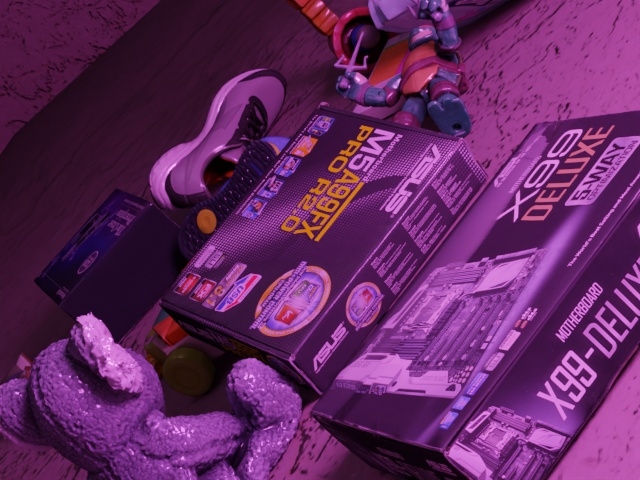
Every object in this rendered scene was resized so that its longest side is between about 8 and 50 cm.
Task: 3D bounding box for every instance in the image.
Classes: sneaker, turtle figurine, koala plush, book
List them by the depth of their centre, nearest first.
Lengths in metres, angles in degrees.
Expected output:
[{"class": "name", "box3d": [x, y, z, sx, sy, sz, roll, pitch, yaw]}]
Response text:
[{"class": "koala plush", "box3d": [-0.167, 0.166, 1.412, 0.196, 0.221, 0.203, -33, 22, 37]}, {"class": "turtle figurine", "box3d": [0.104, -0.182, 1.740, 0.175, 0.118, 0.234, -53, 26, 35]}, {"class": "book", "box3d": [0.099, -0.203, 1.946, 0.096, 0.035, 0.144, -25, 28, 45]}, {"class": "sneaker", "box3d": [-0.096, -0.048, 2.034, 0.209, 0.069, 0.082, -48, -19, 26]}, {"class": "sneaker", "box3d": [-0.394, 0.211, 2.154, 0.086, 0.064, 0.192, -56, 17, -3]}, {"class": "sneaker", "box3d": [-0.119, -0.135, 2.246, 0.108, 0.100, 0.271, 8, 49, 40]}]

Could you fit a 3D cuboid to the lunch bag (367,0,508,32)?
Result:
[{"class": "lunch bag", "box3d": [0.187, -0.349, 1.849, 0.223, 0.160, 0.262, -21, 25, 54]}]

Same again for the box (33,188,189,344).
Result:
[{"class": "box", "box3d": [-0.281, 0.034, 2.212, 0.184, 0.103, 0.261, -52, 17, -7]}]

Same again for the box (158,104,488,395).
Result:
[{"class": "box", "box3d": [0.000, 0.000, 1.548, 0.216, 0.060, 0.270, 19, 65, 50]}]

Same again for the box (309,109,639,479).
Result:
[{"class": "box", "box3d": [0.151, 0.042, 1.176, 0.307, 0.076, 0.242, -51, 17, -13]}]

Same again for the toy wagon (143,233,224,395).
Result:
[{"class": "toy wagon", "box3d": [-0.098, 0.053, 1.773, 0.344, 0.068, 0.267, -34, 20, 36]}]

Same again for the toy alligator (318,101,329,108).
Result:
[{"class": "toy alligator", "box3d": [0.005, -0.114, 1.944, 0.051, 0.056, 0.189, 5, 36, 13]}]

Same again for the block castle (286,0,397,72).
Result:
[{"class": "block castle", "box3d": [0.098, -0.469, 2.097, 0.453, 0.303, 0.213, -47, 10, -1]}]
